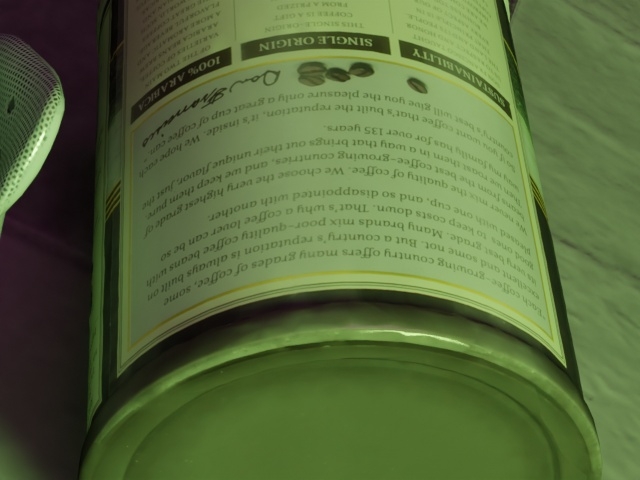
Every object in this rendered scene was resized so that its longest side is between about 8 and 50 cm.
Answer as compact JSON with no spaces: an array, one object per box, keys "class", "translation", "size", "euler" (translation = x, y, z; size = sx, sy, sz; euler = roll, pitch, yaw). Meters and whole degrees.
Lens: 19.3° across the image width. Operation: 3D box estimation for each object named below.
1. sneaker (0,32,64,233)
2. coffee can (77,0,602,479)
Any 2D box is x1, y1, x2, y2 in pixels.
[{"class":"sneaker","translation":[-0.180,0.046,0.668],"size":[0.137,0.210,0.366],"euler":[9,46,-19]},{"class":"coffee can","translation":[0.000,0.000,0.810],"size":[0.201,0.201,0.275],"euler":[12,45,-17]}]
